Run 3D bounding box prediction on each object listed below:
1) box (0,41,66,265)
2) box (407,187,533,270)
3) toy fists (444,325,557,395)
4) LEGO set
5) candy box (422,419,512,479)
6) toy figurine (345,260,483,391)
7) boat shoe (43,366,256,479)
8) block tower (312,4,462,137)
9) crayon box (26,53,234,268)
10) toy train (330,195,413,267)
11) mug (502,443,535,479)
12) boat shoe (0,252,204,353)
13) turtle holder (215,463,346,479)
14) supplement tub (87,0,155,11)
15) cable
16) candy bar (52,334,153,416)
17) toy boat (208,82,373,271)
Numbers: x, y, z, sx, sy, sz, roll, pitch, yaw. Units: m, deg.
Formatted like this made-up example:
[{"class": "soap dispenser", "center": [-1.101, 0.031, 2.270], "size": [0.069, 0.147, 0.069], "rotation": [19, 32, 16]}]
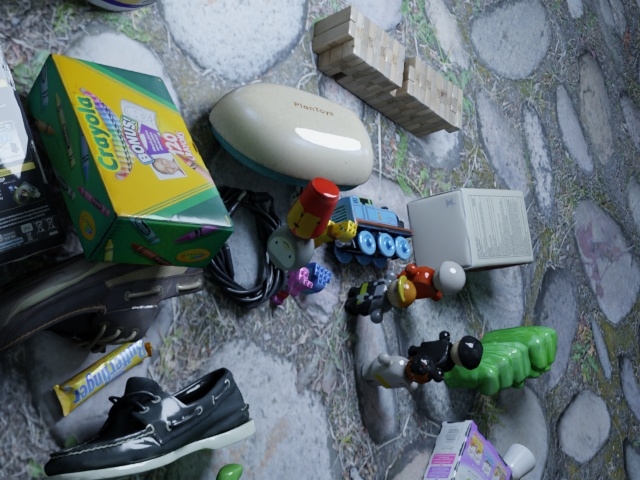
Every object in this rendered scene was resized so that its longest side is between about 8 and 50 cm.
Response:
[{"class": "box", "center": [-0.484, -0.087, 0.971], "size": [0.395, 0.097, 0.318], "rotation": [-25, 101, -49]}, {"class": "box", "center": [0.291, -0.015, 1.820], "size": [0.232, 0.126, 0.149], "rotation": [-1, 82, -49]}, {"class": "toy fists", "center": [0.360, 0.229, 1.825], "size": [0.279, 0.142, 0.096], "rotation": [-13, 90, -49]}, {"class": "LEGO set", "center": [0.000, 0.000, 1.506], "size": [0.087, 0.093, 0.227], "rotation": [31, 58, -41]}, {"class": "candy box", "center": [0.258, 0.452, 1.705], "size": [0.165, 0.070, 0.196], "rotation": [52, 46, -27]}, {"class": "toy figurine", "center": [0.165, 0.146, 1.616], "size": [0.209, 0.148, 0.213], "rotation": [-9, 87, -50]}, {"class": "boat shoe", "center": [-0.209, 0.223, 1.184], "size": [0.340, 0.127, 0.113], "rotation": [-5, 83, -51]}, {"class": "block tower", "center": [0.128, -0.297, 1.735], "size": [0.335, 0.097, 0.091], "rotation": [26, 61, -41]}, {"class": "crayon box", "center": [-0.237, -0.097, 1.163], "size": [0.165, 0.081, 0.278], "rotation": [5, 45, -43]}, {"class": "toy train", "center": [0.086, -0.015, 1.625], "size": [0.184, 0.080, 0.105], "rotation": [8, 68, -48]}, {"class": "mug", "center": [0.382, 0.449, 1.860], "size": [0.064, 0.062, 0.078], "rotation": [-32, 98, -40]}, {"class": "boat shoe", "center": [-0.258, 0.071, 1.163], "size": [0.355, 0.132, 0.130], "rotation": [-29, 102, -47]}, {"class": "turtle holder", "center": [-0.080, 0.434, 1.169], "size": [0.320, 0.243, 0.228], "rotation": [-97, -171, -83]}, {"class": "supplement tub", "center": [-0.193, -0.457, 1.219], "size": [0.241, 0.331, 0.241], "rotation": [16, 68, -46]}, {"class": "cable", "center": [-0.112, 0.009, 1.411], "size": [0.150, 0.047, 0.185], "rotation": [12, 72, -47]}, {"class": "candy bar", "center": [-0.274, 0.166, 1.206], "size": [0.161, 0.018, 0.040], "rotation": [-34, 106, -47]}, {"class": "toy boat", "center": [-0.043, -0.103, 1.407], "size": [0.267, 0.148, 0.318], "rotation": [15, 37, -22]}]
